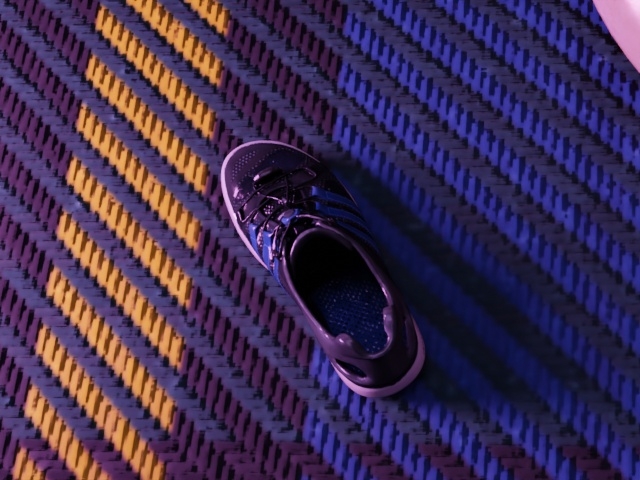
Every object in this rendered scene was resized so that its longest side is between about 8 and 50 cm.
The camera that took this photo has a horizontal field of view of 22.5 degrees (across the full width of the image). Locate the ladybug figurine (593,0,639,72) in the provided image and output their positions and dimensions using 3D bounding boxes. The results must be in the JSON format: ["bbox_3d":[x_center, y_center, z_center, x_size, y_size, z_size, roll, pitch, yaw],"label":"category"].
[{"bbox_3d":[0.337,-0.165,0.908,0.449,0.162,0.305,41,106,23],"label":"ladybug figurine"}]

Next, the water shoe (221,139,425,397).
[{"bbox_3d":[0.000,0.000,0.973,0.073,0.080,0.203,-33,60,-6],"label":"water shoe"}]
